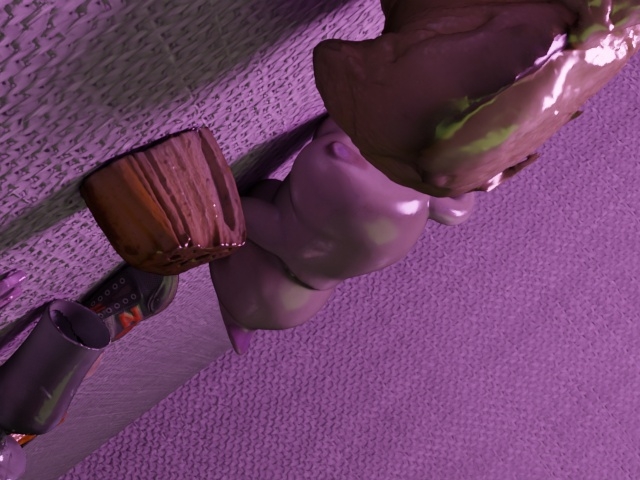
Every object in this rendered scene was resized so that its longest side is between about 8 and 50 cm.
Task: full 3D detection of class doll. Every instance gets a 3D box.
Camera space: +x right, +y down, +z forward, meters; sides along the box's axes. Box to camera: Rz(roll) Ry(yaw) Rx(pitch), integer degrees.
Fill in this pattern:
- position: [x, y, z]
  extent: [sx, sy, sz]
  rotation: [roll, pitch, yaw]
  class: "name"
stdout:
- position: [-0.007, -0.024, 1.567]
  extent: [0.370, 0.226, 0.215]
  rotation: [-30, -151, 30]
  class: "doll"

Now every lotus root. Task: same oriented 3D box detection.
- position: [-0.155, -0.029, 1.132]
  extent: [0.159, 0.135, 0.095]
  rotation: [-14, 160, -42]
  class: "lotus root"

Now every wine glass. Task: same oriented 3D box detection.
- position: [-0.352, 0.183, 1.448]
  extent: [0.231, 0.103, 0.103]
  rotation: [-52, 169, 19]
  class: "wine glass"

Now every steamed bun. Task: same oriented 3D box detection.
- position: [0.164, -0.204, 1.049]
  extent: [0.372, 0.230, 0.325]
  rotation: [-39, 173, -1]
  class: "steamed bun"

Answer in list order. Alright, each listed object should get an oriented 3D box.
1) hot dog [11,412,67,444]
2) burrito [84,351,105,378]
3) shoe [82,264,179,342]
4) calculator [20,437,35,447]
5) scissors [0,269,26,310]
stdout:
- position: [-0.486, 0.287, 1.766]
  extent: [0.100, 0.068, 0.249]
  rotation: [-26, 180, 36]
  class: "hot dog"
- position: [-0.391, 0.191, 1.629]
  extent: [0.082, 0.059, 0.275]
  rotation: [-35, 174, 18]
  class: "burrito"
- position: [-0.258, 0.080, 1.527]
  extent: [0.194, 0.074, 0.077]
  rotation: [-39, 169, 33]
  class: "shoe"
- position: [-0.602, 0.402, 2.160]
  extent: [0.274, 0.028, 0.166]
  rotation: [-39, 177, 27]
  class: "calculator"
- position: [-0.383, 0.098, 1.164]
  extent: [0.212, 0.021, 0.110]
  rotation: [-35, 176, -24]
  class: "scissors"
